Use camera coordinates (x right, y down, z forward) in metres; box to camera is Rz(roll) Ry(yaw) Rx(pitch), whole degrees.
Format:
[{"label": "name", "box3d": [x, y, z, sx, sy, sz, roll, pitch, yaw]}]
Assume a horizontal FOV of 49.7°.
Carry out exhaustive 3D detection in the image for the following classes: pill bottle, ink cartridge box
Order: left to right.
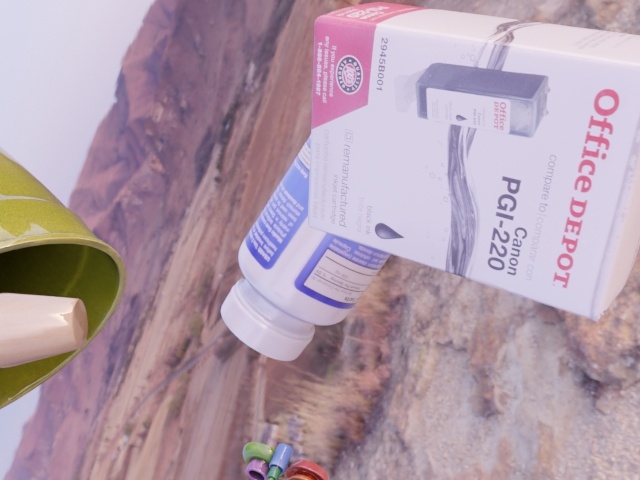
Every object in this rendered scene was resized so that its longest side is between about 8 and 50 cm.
[{"label": "pill bottle", "box3d": [0.000, 0.000, 0.798, 0.272, 0.152, 0.152, -56, 19, 15]}, {"label": "ink cartridge box", "box3d": [0.105, -0.062, 0.459, 0.092, 0.218, 0.158, -34, -46, -50]}]

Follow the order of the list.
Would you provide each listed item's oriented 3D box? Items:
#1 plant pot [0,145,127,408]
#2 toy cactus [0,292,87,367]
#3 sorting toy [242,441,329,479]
[{"label": "plant pot", "box3d": [-0.482, -0.003, 0.810, 0.366, 0.353, 0.366, -36, -19, -14]}, {"label": "toy cactus", "box3d": [-0.252, 0.062, 0.472, 0.112, 0.180, 0.219, -100, 6, -68]}, {"label": "sorting toy", "box3d": [-0.042, 0.242, 0.707, 0.042, 0.102, 0.061, -60, -27, -44]}]
